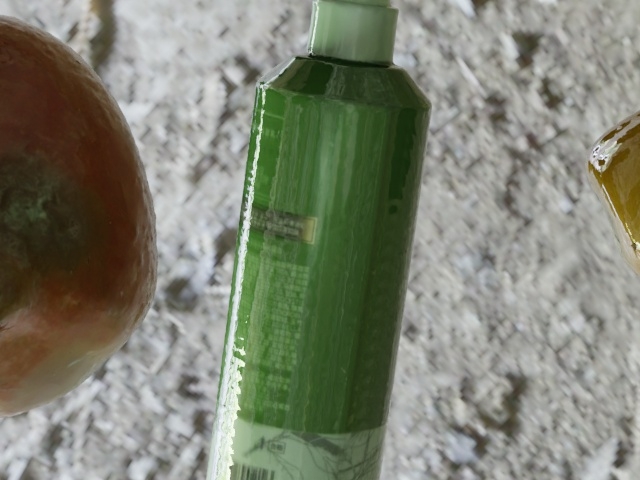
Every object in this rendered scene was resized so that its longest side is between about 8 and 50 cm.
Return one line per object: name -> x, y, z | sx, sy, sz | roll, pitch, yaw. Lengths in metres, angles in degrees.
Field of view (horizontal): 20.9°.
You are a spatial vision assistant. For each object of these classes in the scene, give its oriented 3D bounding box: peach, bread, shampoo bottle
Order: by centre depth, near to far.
bread -> 0.136, -0.030, 0.552 | 0.103, 0.049, 0.062 | -26, 26, 13
shampoo bottle -> 0.000, 0.000, 0.582 | 0.065, 0.065, 0.204 | 14, 102, 33
peach -> -0.201, -0.004, 0.977 | 0.232, 0.232, 0.257 | -37, 18, 7
